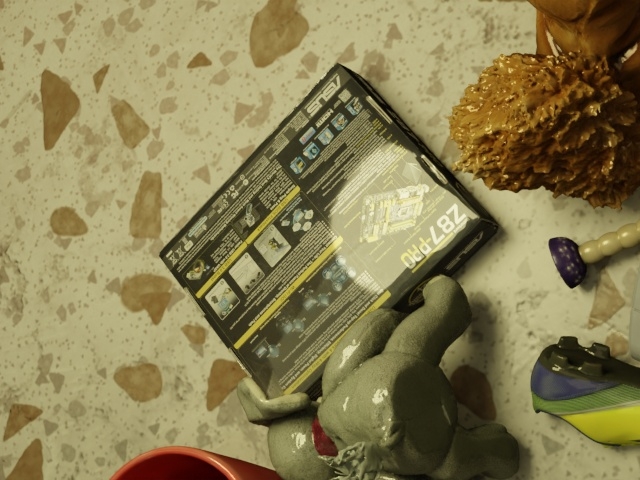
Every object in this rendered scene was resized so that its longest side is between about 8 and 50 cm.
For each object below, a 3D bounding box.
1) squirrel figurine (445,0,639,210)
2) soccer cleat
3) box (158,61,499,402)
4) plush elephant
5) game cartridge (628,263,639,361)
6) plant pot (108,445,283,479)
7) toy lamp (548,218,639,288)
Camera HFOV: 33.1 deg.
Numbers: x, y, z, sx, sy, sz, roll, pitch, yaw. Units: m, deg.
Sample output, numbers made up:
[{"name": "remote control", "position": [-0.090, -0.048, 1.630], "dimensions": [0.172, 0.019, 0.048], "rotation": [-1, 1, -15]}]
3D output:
[{"name": "squirrel figurine", "position": [0.313, -0.227, 1.237], "dimensions": [0.281, 0.370, 0.396], "rotation": [22, 92, 26]}, {"name": "soccer cleat", "position": [0.395, 0.212, 1.307], "dimensions": [0.289, 0.093, 0.121], "rotation": [20, 121, 22]}, {"name": "box", "position": [0.000, 0.000, 1.508], "dimensions": [0.395, 0.097, 0.318], "rotation": [-46, 65, 13]}, {"name": "plush elephant", "position": [0.049, 0.237, 1.358], "dimensions": [0.255, 0.330, 0.271], "rotation": [-20, 94, 44]}, {"name": "game cartridge", "position": [0.470, 0.030, 1.224], "dimensions": [0.196, 0.060, 0.294], "rotation": [25, 106, 31]}, {"name": "plant pot", "position": [-0.133, 0.407, 1.428], "dimensions": [0.275, 0.243, 0.274], "rotation": [-4, 80, 26]}, {"name": "toy lamp", "position": [0.422, -0.022, 1.322], "dimensions": [0.275, 0.080, 0.080], "rotation": [-25, 72, 23]}]
